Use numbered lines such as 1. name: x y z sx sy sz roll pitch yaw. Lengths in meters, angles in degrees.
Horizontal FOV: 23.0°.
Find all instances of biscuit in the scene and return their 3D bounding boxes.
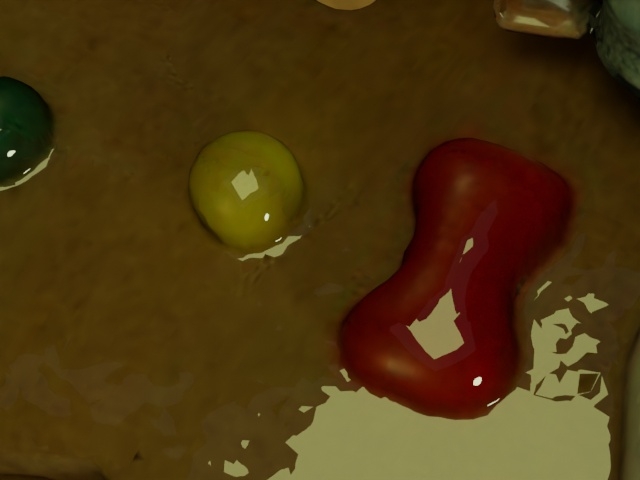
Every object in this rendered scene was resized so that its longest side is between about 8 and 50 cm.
1. biscuit: 0.000 0.000 0.438 0.432 0.064 0.283 20 70 19

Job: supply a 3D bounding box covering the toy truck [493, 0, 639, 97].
1. toy truck: 0.225 -0.125 0.404 0.338 0.133 0.184 8 47 8
